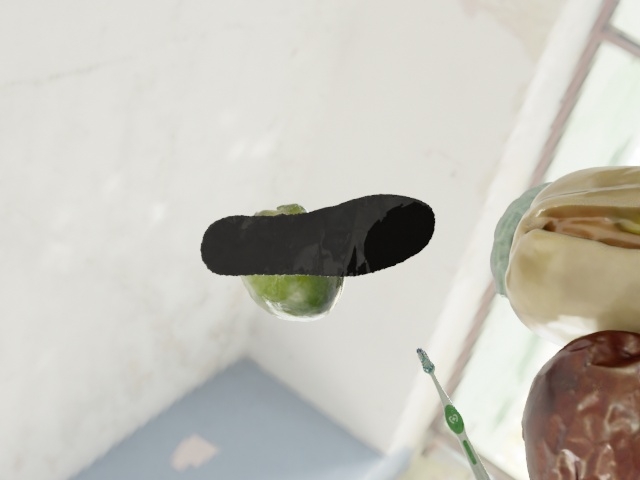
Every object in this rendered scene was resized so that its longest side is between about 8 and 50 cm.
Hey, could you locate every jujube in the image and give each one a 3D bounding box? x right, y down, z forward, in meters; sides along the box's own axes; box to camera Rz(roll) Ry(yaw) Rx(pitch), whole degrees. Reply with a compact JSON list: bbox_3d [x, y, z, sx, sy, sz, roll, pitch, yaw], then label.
[{"bbox_3d":[0.255,0.198,1.272,0.168,0.168,0.236,-28,-58,-53],"label":"jujube"}]

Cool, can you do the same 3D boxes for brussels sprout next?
[{"bbox_3d":[-0.039,0.036,1.837,0.155,0.155,0.117,-30,-22,-51],"label":"brussels sprout"}]

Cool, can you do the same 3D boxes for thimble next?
[{"bbox_3d":[0.400,0.026,2.463,0.150,0.237,0.237,21,-78,-53],"label":"thimble"}]

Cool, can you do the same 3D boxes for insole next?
[{"bbox_3d":[0.000,0.000,1.375,0.232,0.003,0.080,-6,-72,-16],"label":"insole"}]

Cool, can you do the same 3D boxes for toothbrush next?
[{"bbox_3d":[0.229,0.309,2.461,0.030,0.304,0.030,-19,-29,-11],"label":"toothbrush"}]

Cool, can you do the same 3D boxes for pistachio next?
[{"bbox_3d":[0.303,0.027,1.365,0.187,0.299,0.187,-11,-75,-47],"label":"pistachio"}]
